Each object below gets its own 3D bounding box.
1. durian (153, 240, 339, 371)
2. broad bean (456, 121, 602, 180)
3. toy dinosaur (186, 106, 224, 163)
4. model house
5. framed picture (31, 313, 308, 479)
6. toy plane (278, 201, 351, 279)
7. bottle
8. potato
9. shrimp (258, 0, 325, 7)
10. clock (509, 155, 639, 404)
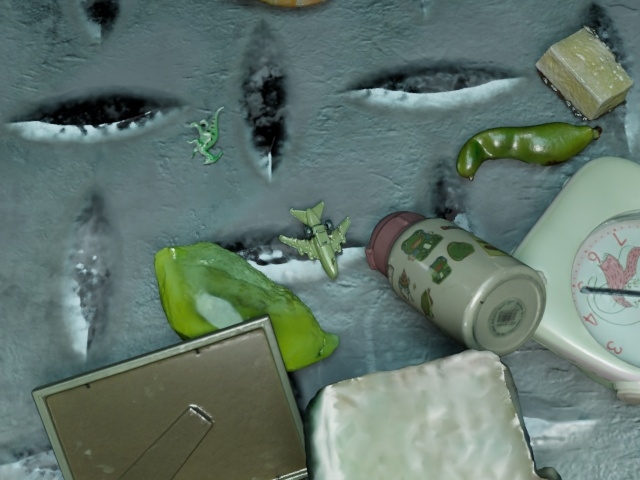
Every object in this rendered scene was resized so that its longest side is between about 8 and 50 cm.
[{"bbox_3d":[-0.105,0.092,1.149,0.250,0.101,0.139,36,73,8],"label":"durian"},{"bbox_3d":[0.286,-0.130,1.248,0.214,0.048,0.070,-14,66,-3],"label":"broad bean"},{"bbox_3d":[-0.153,-0.147,1.288,0.083,0.021,0.062,-39,79,-8],"label":"toy dinosaur"},{"bbox_3d":[0.147,0.286,0.982,0.243,0.284,0.298,-16,76,15],"label":"model house"},{"bbox_3d":[-0.168,0.230,1.088,0.290,0.020,0.211,-18,99,-4],"label":"framed picture"},{"bbox_3d":[0.000,0.000,1.214,0.102,0.040,0.111,-17,67,-15],"label":"toy plane"},{"bbox_3d":[0.150,0.037,1.107,0.120,0.120,0.253,-35,34,-11],"label":"bottle"},{"bbox_3d":[0.373,-0.233,1.279,0.086,0.061,0.122,-33,72,-12],"label":"potato"},{"bbox_3d":[-0.083,-0.414,1.371,0.236,0.053,0.133,8,71,2],"label":"shrimp"},{"bbox_3d":[0.399,0.073,1.134,0.324,0.108,0.265,38,74,14],"label":"clock"}]
